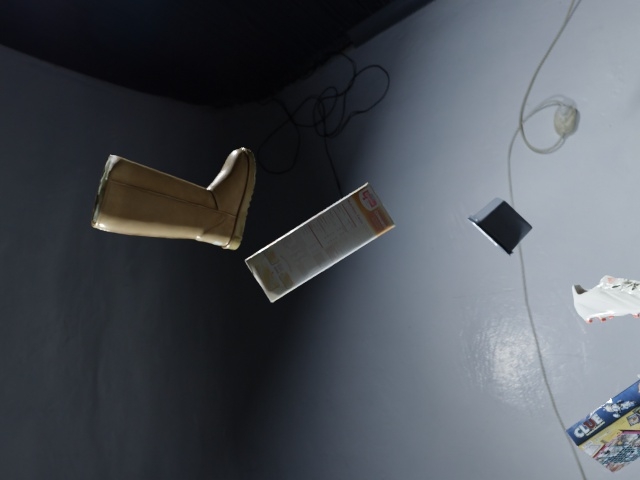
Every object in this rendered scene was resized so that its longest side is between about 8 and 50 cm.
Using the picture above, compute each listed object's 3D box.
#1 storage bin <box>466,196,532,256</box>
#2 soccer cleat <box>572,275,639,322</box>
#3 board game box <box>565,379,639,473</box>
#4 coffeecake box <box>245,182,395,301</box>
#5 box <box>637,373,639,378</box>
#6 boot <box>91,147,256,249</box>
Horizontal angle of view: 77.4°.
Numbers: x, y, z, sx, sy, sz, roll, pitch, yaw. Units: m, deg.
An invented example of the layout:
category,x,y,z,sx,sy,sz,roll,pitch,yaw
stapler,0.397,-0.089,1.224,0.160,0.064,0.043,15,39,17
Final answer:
category,x,y,z,sx,sy,sz,roll,pitch,yaw
storage bin,0.454,-0.041,1.007,0.135,0.098,0.091,41,103,-8
soccer cleat,0.525,0.092,0.683,0.196,0.068,0.076,-40,64,62
board game box,0.678,0.386,0.853,0.243,0.165,0.042,-46,22,15
coffeecake box,0.000,0.000,0.570,0.186,0.142,0.068,-32,92,1
box,0.664,0.252,0.661,0.159,0.233,0.044,-41,84,19
boot,-0.268,-0.110,0.778,0.089,0.270,0.235,-11,70,50
